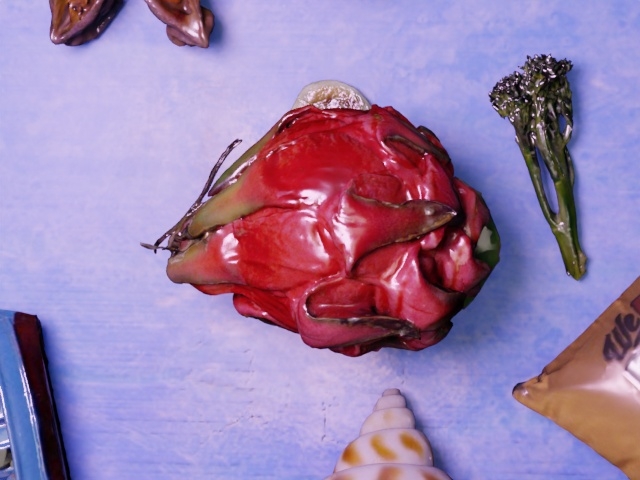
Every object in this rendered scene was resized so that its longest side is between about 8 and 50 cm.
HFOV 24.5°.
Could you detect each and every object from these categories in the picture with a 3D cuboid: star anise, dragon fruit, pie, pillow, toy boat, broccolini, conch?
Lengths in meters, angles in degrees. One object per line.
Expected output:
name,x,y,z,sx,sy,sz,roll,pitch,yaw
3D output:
star anise,-0.165,-0.258,1.299,0.220,0.099,0.214,41,107,-3
dragon fruit,0.000,0.000,1.213,0.293,0.234,0.234,-11,90,-13
pie,0.009,-0.104,1.322,0.085,0.017,0.085,0,90,4
pillow,0.379,0.120,1.242,0.312,0.119,0.310,42,97,12
toy boat,-0.278,0.169,1.305,0.097,0.100,0.223,-12,88,-10
broccolini,0.202,-0.065,1.304,0.074,0.058,0.201,-9,106,18
conch,0.048,0.268,1.259,0.148,0.183,0.275,20,80,32
